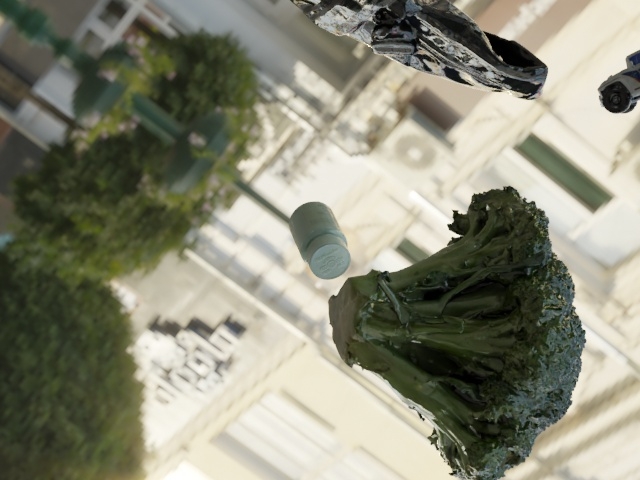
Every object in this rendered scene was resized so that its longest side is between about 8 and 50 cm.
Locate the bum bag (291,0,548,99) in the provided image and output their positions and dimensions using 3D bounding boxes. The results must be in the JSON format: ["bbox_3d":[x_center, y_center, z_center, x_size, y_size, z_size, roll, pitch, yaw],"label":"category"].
[{"bbox_3d":[0.050,-0.192,1.088,0.074,0.310,0.137,-61,-168,-4],"label":"bum bag"}]

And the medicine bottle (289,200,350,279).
[{"bbox_3d":[0.000,0.000,1.261,0.047,0.047,0.083,-49,-150,15],"label":"medicine bottle"}]

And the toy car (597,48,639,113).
[{"bbox_3d":[0.449,-0.226,1.744,0.171,0.070,0.080,-24,176,23],"label":"toy car"}]

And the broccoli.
[{"bbox_3d":[0.158,0.101,1.452,0.321,0.283,0.303,-111,-144,-58],"label":"broccoli"}]
